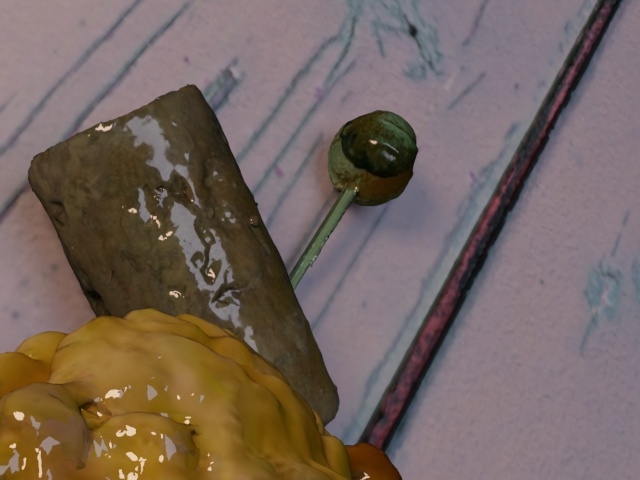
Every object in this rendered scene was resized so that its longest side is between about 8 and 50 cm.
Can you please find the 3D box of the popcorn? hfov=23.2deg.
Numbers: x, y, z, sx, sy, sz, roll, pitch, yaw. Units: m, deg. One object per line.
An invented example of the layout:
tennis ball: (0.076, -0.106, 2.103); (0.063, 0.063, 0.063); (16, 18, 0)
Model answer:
popcorn: (-0.083, 0.152, 0.650); (0.332, 0.225, 0.265); (17, 56, -27)

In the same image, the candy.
candy: (0.000, 0.000, 0.937); (0.061, 0.061, 0.202); (45, 57, -19)

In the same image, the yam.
yam: (-0.069, 0.023, 0.819); (0.107, 0.107, 0.194); (-27, 92, -45)
